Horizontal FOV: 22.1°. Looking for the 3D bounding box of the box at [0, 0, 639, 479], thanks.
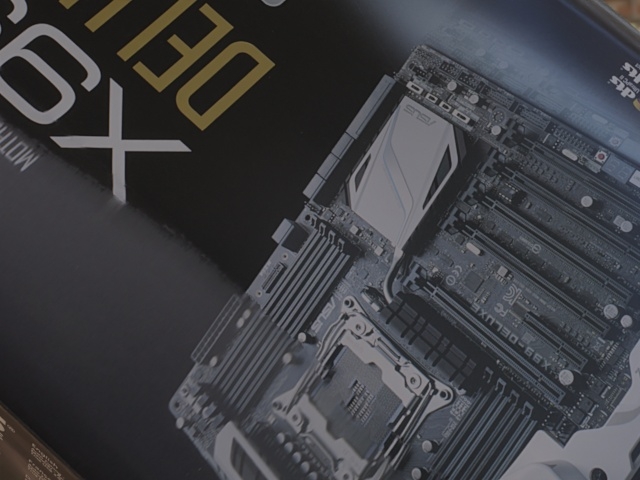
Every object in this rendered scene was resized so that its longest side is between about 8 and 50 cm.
[{"bbox_3d":[0.000,0.000,0.526,0.307,0.076,0.242,42,64,7],"label":"box"}]
